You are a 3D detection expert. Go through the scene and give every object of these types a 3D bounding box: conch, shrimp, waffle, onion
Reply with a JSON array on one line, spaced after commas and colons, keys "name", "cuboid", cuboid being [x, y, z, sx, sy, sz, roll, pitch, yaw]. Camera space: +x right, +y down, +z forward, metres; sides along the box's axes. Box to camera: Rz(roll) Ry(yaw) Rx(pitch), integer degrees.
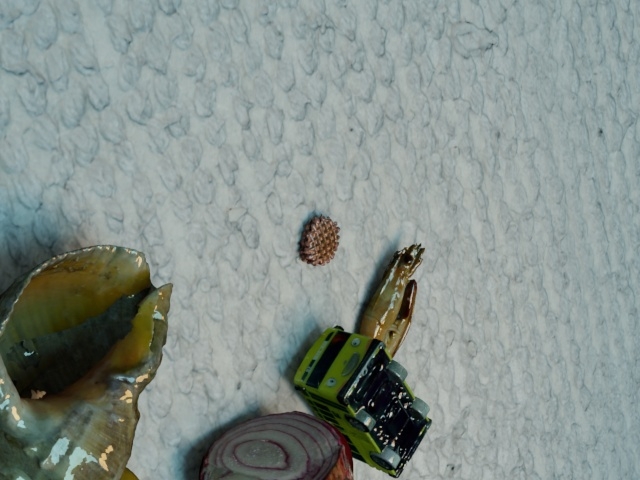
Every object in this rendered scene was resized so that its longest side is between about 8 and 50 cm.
[{"name": "conch", "cuboid": [-0.341, 0.160, 1.770, 0.297, 0.210, 0.352, 59, 38, -40]}, {"name": "shrimp", "cuboid": [0.129, 0.115, 2.367, 0.133, 0.053, 0.236, 17, 93, -47]}, {"name": "waffle", "cuboid": [0.000, 0.000, 2.208, 0.075, 0.029, 0.083, 13, 90, -49]}, {"name": "onion", "cuboid": [-0.058, 0.384, 2.143, 0.206, 0.216, 0.207, -40, 142, -53]}]

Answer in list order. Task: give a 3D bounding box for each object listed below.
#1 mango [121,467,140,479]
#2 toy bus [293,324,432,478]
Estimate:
[{"name": "mango", "cuboid": [-0.333, 0.396, 1.858, 0.262, 0.167, 0.130, -31, 169, -46]}, {"name": "toy bus", "cuboid": [0.067, 0.259, 2.272, 0.128, 0.150, 0.262, -55, 141, -21]}]
